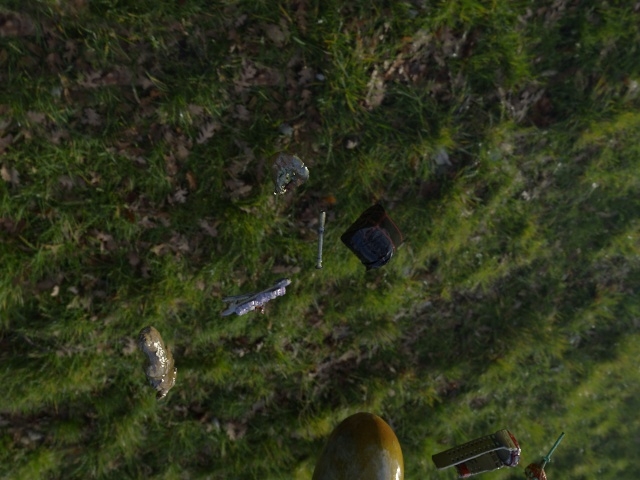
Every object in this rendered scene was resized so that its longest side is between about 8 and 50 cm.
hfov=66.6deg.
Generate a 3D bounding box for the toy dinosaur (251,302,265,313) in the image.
[{"bbox_3d":[-0.239,0.254,1.888,0.154,0.049,0.055,79,24,-74],"label":"toy dinosaur"}]

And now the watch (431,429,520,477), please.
[{"bbox_3d":[0.446,0.632,1.416,0.269,0.102,0.164,-14,134,-10],"label":"watch"}]

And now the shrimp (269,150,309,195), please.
[{"bbox_3d":[-0.082,-0.152,1.172,0.042,0.101,0.190,-61,180,-25],"label":"shrimp"}]

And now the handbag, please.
[{"bbox_3d":[0.181,-0.015,1.673,0.169,0.155,0.215,54,40,-10],"label":"handbag"}]

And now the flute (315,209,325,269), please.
[{"bbox_3d":[0.000,0.000,1.574,0.027,0.027,0.232,-18,133,-26],"label":"flute"}]

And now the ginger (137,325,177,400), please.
[{"bbox_3d":[-0.438,0.335,1.327,0.290,0.084,0.122,95,16,-51],"label":"ginger"}]

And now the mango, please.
[{"bbox_3d":[0.064,0.487,0.921,0.146,0.316,0.193,31,144,-28],"label":"mango"}]

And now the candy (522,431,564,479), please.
[{"bbox_3d":[0.602,0.579,1.297,0.049,0.056,0.184,-7,124,-47],"label":"candy"}]

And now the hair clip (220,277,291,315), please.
[{"bbox_3d":[-0.218,0.192,1.668,0.292,0.084,0.106,-23,169,22],"label":"hair clip"}]
